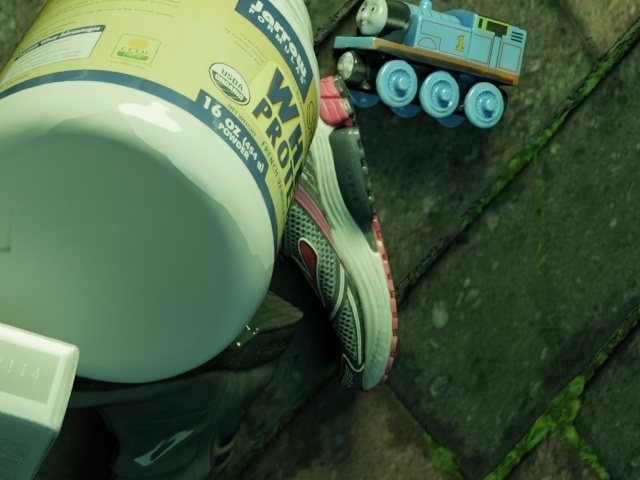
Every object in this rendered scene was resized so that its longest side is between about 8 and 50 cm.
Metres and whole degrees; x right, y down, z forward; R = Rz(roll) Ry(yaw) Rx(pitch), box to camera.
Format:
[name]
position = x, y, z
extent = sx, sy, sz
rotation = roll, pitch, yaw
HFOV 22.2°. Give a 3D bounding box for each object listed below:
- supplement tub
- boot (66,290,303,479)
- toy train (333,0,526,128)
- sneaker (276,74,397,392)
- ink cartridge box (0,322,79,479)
[supplement tub]
position = -0.123, -0.076, 1.176
extent = 0.228, 0.316, 0.228
rotation = 5, 125, 7
[boot]
position = -0.147, 0.156, 1.294
extent = 0.338, 0.118, 0.223
rotation = -2, 119, -55
[toy train]
position = 0.097, -0.161, 1.465
extent = 0.184, 0.080, 0.105
rotation = 10, 89, -32
[sneaker]
position = 0.000, 0.000, 1.438
extent = 0.112, 0.121, 0.299
rotation = -13, 114, 2
[ink cartridge box]
position = -0.330, 0.100, 1.094
extent = 0.296, 0.261, 0.066
rotation = 18, 62, -11
